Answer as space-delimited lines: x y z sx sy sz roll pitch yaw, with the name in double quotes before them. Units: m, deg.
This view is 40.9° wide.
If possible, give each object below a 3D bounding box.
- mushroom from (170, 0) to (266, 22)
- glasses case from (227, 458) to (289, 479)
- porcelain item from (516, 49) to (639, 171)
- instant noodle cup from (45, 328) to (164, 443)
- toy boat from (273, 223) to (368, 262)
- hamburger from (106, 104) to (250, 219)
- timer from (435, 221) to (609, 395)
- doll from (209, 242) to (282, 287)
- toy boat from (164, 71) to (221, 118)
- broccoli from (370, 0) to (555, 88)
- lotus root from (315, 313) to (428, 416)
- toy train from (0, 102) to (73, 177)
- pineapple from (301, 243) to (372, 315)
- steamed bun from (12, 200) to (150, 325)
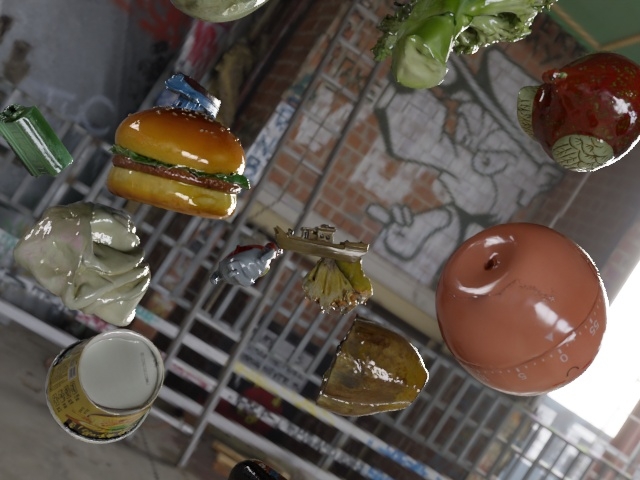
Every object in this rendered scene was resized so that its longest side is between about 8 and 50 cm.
"mushroom" -0.203 -0.612 1.734 0.260 0.352 0.352 20 -6 25
"glasses case" -0.059 0.522 1.572 0.321 0.122 0.082 30 23 37
"porcelain item" 0.501 -0.265 1.656 0.253 0.253 0.253 33 -1 0
"instant noodle cup" -0.282 0.190 1.149 0.151 0.151 0.122 33 -30 -13
"toy boat" 0.000 0.000 1.839 0.206 0.072 0.064 12 -4 -12
"hamburger" -0.234 -0.137 1.445 0.246 0.170 0.246 12 7 -1
"timer" 0.278 0.095 1.183 0.215 0.229 0.229 48 -8 -31
"doll" -0.113 0.035 1.346 0.104 0.062 0.195 0 8 11
"toy boat" -0.337 -0.365 2.284 0.100 0.097 0.223 33 -1 25
"broccoli" 0.251 -0.406 1.418 0.275 0.353 0.397 30 15 4
"lotus root" 0.097 0.255 1.594 0.180 0.199 0.188 27 9 2
"toy train" -0.325 -0.113 0.975 0.056 0.038 0.093 7 -44 44
"pineapple" 0.053 0.100 2.247 0.114 0.186 0.236 -1 -1 -36
"steamed bun" -0.464 0.030 1.796 0.280 0.207 0.268 37 1 21
